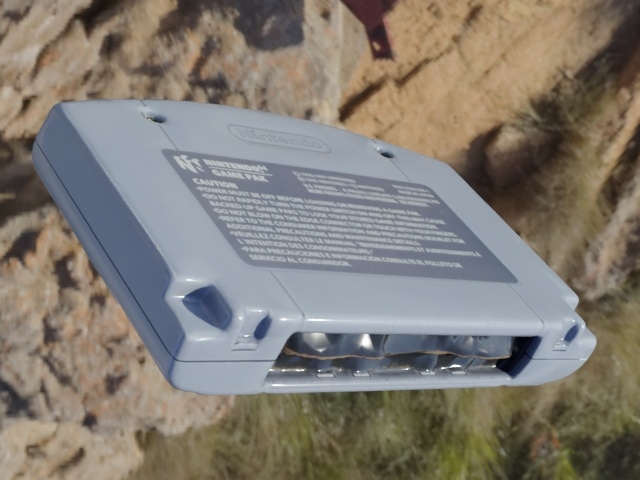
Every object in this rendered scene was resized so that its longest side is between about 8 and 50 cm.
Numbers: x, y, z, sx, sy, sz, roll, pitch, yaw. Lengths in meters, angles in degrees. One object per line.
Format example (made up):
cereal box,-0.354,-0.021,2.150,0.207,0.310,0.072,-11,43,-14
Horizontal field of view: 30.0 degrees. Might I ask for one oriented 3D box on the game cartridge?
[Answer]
game cartridge,0.000,0.000,0.658,0.297,0.198,0.062,5,120,-41
